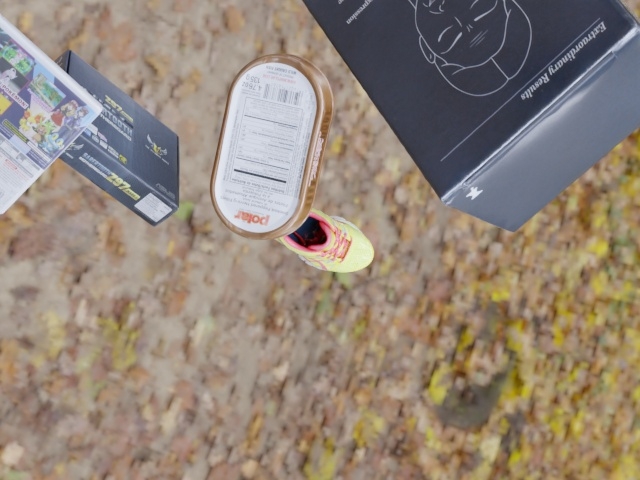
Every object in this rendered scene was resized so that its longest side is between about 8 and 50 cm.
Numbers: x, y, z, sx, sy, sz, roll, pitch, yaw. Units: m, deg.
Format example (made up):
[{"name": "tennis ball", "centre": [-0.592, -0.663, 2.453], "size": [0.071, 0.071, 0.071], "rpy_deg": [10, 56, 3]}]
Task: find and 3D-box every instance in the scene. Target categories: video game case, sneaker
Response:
[{"name": "video game case", "centre": [-0.391, -0.159, 1.453], "size": [0.183, 0.023, 0.201], "rpy_deg": [-44, 107, 12]}, {"name": "sneaker", "centre": [0.000, 0.000, 1.737], "size": [0.208, 0.094, 0.081], "rpy_deg": [22, 92, -34]}]

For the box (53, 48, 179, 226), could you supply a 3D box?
[{"name": "box", "centre": [-0.308, -0.151, 1.831], "size": [0.233, 0.059, 0.183], "rpy_deg": [40, 26, -33]}]

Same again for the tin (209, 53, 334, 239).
[{"name": "tin", "centre": [-0.051, -0.093, 1.239], "size": [0.040, 0.106, 0.189], "rpy_deg": [-12, 115, -70]}]

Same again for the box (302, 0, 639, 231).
[{"name": "box", "centre": [0.201, -0.262, 1.528], "size": [0.293, 0.395, 0.212], "rpy_deg": [-41, 151, 19]}]
